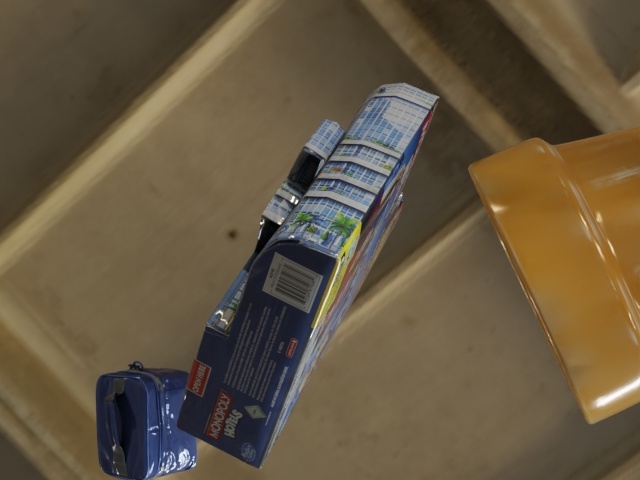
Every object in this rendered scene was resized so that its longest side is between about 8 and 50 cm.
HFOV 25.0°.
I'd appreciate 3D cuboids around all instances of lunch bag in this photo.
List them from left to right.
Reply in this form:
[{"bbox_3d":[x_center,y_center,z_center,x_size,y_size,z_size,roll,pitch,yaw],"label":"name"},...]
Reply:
[{"bbox_3d":[-0.146,0.147,1.188,0.067,0.065,0.098,-1,-86,39],"label":"lunch bag"}]

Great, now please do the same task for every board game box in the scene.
[{"bbox_3d":[0.000,0.000,0.836,0.060,0.194,0.194,26,-44,6],"label":"board game box"}]

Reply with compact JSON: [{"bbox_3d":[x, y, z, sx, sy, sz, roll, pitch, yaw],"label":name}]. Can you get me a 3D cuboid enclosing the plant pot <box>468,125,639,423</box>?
[{"bbox_3d":[0.233,-0.001,1.031,0.188,0.205,0.205,-25,-74,6],"label":"plant pot"}]
